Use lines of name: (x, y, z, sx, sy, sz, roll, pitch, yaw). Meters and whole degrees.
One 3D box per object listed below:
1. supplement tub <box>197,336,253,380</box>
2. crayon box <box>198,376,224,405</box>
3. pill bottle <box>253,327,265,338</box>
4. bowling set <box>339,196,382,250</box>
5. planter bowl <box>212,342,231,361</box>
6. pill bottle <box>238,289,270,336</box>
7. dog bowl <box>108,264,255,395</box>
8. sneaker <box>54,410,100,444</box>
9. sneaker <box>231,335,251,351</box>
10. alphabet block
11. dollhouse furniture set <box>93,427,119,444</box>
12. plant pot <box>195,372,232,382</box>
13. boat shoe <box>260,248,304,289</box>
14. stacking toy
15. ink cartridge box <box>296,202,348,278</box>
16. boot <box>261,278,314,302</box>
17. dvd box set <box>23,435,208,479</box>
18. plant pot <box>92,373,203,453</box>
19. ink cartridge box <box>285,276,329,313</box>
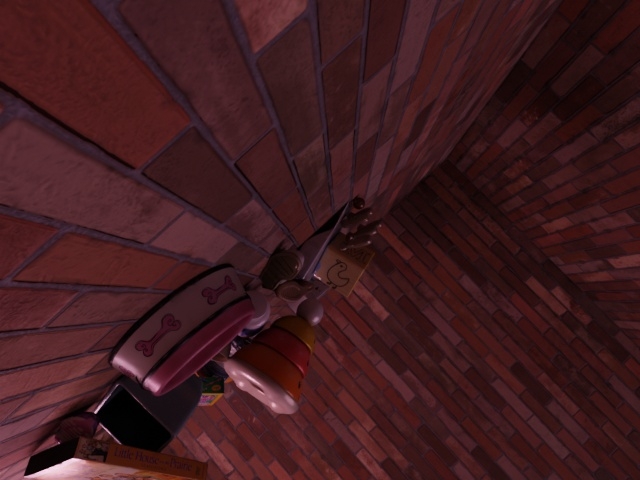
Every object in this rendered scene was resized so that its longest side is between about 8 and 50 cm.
supplement tub: (-0.464, 0.557, 2.181, 0.272, 0.191, 0.191, -45, 172, 20)
crayon box: (-0.601, 0.691, 2.052, 0.278, 0.081, 0.165, 11, 139, -29)
pill bottle: (-0.386, 0.623, 2.413, 0.176, 0.176, 0.318, -19, 112, -72)
bowling set: (0.160, -0.091, 2.028, 0.154, 0.199, 0.287, -16, -169, 25)
planter bowl: (-0.409, 0.381, 1.713, 0.162, 0.162, 0.109, 126, -13, -57)
pill bottle: (-0.279, 0.286, 1.774, 0.152, 0.152, 0.272, -39, 172, -26)
dog bowl: (-0.353, 0.255, 1.233, 0.408, 0.150, 0.408, -42, 173, -6)
sneaker: (-0.697, 0.544, 1.318, 0.236, 0.095, 0.104, -42, 180, 39)
sneaker: (-0.377, 0.417, 1.972, 0.086, 0.163, 0.226, -40, 171, -10)
alphabet block: (0.108, 0.109, 2.080, 0.192, 0.197, 0.193, -64, 171, 32)
dollhouse furniture set: (-0.913, 0.868, 1.764, 0.362, 0.256, 0.394, -30, 144, -63)
plant pot: (-0.587, 0.710, 2.475, 0.188, 0.205, 0.205, -28, 174, 5)
boat shoe: (-0.130, 0.091, 1.667, 0.103, 0.113, 0.302, -40, -178, -34)
stacking toy: (-0.134, 0.429, 1.860, 0.480, 0.351, 0.350, -54, 178, -27)
ink cartridge box: (0.000, 0.000, 2.043, 0.385, 0.091, 0.308, -59, 173, -4)
boot: (-0.168, 0.206, 1.891, 0.207, 0.090, 0.248, -1, 180, 32)
dvd box set: (-0.601, 0.687, 1.344, 0.308, 0.420, 0.062, -29, -136, 29)
plant pot: (-0.542, 0.534, 1.503, 0.248, 0.247, 0.252, -47, 178, 30)
ink cartridge box: (-0.064, 0.241, 2.477, 0.270, 0.198, 0.197, -38, 171, -38)
